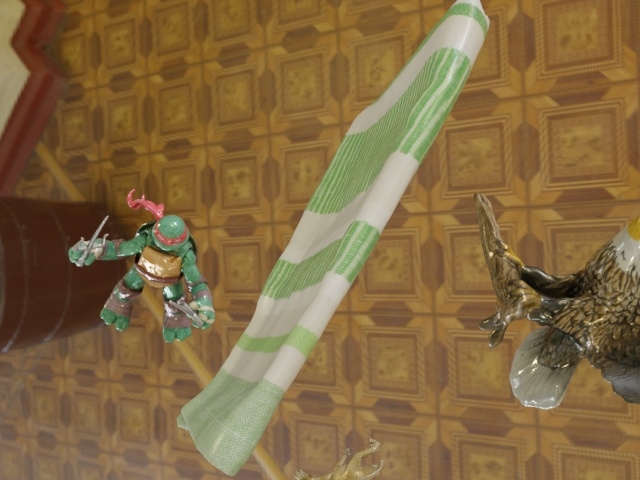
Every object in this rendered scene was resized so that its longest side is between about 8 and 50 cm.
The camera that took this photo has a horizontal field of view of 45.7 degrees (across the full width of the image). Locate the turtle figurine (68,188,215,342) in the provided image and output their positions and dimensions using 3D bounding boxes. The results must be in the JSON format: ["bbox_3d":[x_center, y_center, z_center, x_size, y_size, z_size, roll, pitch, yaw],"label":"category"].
[{"bbox_3d":[-0.191,0.039,0.890,0.175,0.118,0.234,29,145,1],"label":"turtle figurine"}]

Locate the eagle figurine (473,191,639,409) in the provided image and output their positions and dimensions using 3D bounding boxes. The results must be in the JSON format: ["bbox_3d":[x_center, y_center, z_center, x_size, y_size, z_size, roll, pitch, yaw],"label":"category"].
[{"bbox_3d":[0.305,0.042,0.699,0.298,0.225,0.226,-1,80,2],"label":"eagle figurine"}]

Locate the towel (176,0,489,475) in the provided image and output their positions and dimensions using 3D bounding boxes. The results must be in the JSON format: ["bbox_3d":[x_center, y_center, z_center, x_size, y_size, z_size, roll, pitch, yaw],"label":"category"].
[{"bbox_3d":[0.000,0.000,0.541,0.038,0.248,0.325,33,75,-6],"label":"towel"}]

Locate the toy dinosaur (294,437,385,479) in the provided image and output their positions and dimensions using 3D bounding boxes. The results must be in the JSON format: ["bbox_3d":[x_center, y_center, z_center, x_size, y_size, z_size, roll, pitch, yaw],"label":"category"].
[{"bbox_3d":[0.047,0.309,1.009,0.183,0.092,0.053,-26,89,42],"label":"toy dinosaur"}]
